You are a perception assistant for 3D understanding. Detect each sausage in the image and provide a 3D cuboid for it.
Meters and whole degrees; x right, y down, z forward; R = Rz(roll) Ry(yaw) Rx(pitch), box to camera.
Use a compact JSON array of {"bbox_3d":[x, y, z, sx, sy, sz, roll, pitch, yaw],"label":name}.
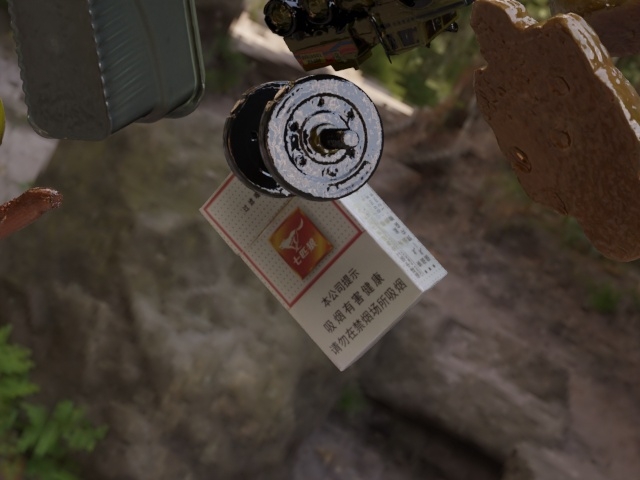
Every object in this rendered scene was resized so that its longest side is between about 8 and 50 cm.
[{"bbox_3d":[-0.343,-0.020,1.714,0.036,0.158,0.042,28,43,-57],"label":"sausage"}]

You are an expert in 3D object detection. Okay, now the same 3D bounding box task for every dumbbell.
[{"bbox_3d":[-0.023,-0.118,1.817,0.143,0.143,0.325,23,-5,-19],"label":"dumbbell"}]

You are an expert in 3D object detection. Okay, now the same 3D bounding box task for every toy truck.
[{"bbox_3d":[0.067,-0.250,1.655,0.127,0.257,0.127,-42,109,-40],"label":"toy truck"}]

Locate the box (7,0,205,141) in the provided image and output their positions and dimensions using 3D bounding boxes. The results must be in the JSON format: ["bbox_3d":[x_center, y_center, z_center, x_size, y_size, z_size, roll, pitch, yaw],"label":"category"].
[{"bbox_3d":[-0.221,-0.225,1.555,0.138,0.274,0.178,4,27,23],"label":"box"}]

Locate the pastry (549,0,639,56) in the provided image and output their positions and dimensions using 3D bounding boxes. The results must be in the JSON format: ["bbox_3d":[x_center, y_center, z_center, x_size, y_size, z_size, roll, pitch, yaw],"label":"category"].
[{"bbox_3d":[0.397,-0.306,2.048,0.192,0.093,0.182,-16,-23,36],"label":"pastry"}]

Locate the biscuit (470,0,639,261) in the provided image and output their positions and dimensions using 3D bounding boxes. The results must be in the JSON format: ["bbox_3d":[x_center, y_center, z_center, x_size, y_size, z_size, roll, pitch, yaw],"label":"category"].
[{"bbox_3d":[0.301,-0.143,1.921,0.376,0.051,0.269,57,-27,2],"label":"biscuit"}]

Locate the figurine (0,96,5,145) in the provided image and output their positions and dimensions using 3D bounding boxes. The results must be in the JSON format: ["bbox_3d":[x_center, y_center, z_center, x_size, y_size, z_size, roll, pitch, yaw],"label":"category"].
[{"bbox_3d":[-0.479,-0.116,1.890,0.169,0.218,0.327,52,10,-11],"label":"figurine"}]

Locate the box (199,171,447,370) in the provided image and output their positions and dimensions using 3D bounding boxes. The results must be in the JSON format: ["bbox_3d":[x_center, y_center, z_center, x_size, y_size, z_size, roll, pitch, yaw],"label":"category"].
[{"bbox_3d":[0.000,0.000,2.324,0.330,0.210,0.095,49,35,8],"label":"box"}]
